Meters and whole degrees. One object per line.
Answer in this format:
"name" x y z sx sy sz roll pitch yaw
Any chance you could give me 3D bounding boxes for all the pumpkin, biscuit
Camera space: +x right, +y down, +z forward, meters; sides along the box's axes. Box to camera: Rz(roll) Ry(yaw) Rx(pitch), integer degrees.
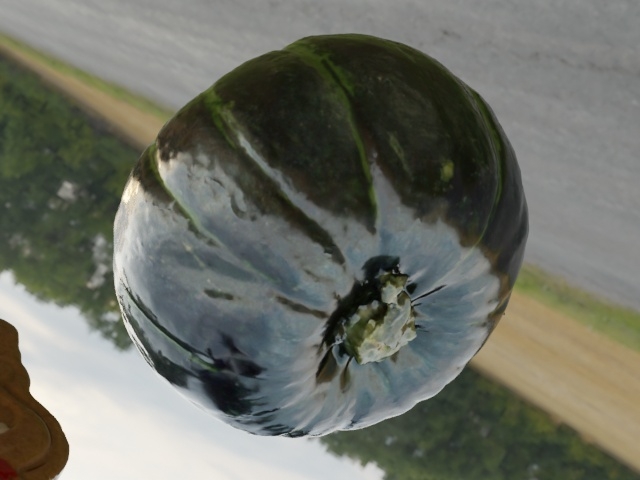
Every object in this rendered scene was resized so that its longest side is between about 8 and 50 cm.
"pumpkin" 0.000 0.000 0.894 0.323 0.323 0.241 35 -161 -51
"biscuit" -0.336 0.174 1.070 0.202 0.047 0.334 0 -140 -35
